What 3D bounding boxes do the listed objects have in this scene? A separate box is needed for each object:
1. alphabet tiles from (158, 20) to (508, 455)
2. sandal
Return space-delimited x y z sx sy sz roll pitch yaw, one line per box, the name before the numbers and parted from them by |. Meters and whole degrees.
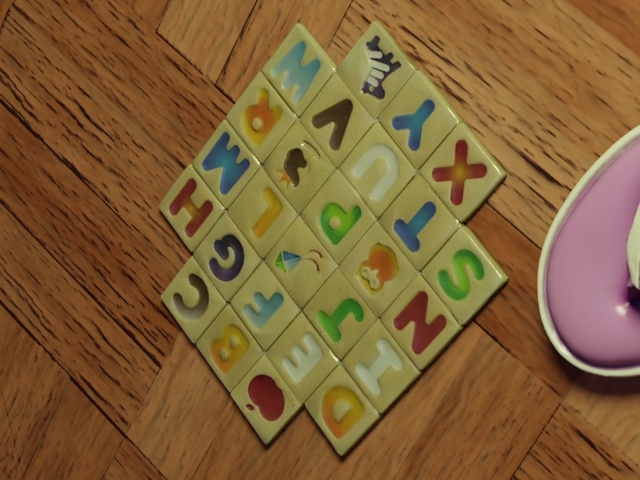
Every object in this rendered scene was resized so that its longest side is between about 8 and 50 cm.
alphabet tiles | 0.000 0.000 1.526 0.285 0.011 0.342 53 123 20
sandal | 0.289 -0.036 1.235 0.416 0.102 0.169 -35 74 36
